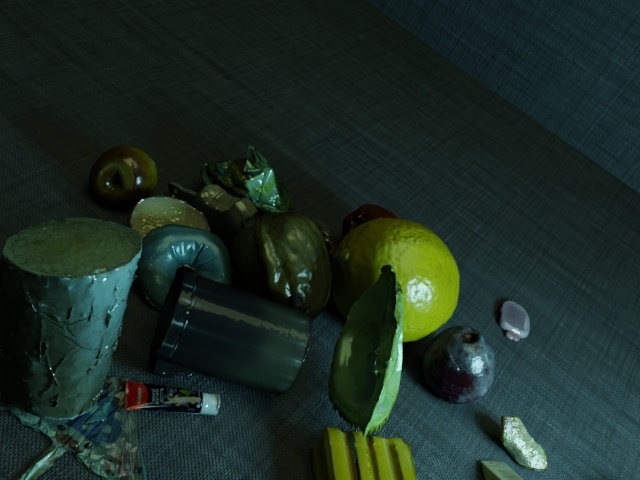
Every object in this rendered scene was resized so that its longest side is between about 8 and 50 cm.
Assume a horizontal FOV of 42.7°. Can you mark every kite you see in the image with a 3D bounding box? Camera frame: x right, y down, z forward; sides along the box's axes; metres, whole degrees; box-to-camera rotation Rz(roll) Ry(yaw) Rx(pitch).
[{"bbox_3d":[-0.463,0.363,1.541,0.406,0.014,0.368,33,36,5],"label":"kite"}]

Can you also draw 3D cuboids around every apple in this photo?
[{"bbox_3d":[-0.489,-0.158,2.056,0.146,0.163,0.147,43,14,-4],"label":"apple"}]

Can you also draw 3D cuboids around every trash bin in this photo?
[{"bbox_3d":[-0.191,0.204,1.759,0.302,0.203,0.252,20,77,-16],"label":"trash bin"}]

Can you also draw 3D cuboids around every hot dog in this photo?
[{"bbox_3d":[0.481,0.492,1.986,0.078,0.061,0.169,-36,90,-18],"label":"hot dog"}]

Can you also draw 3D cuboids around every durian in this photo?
[{"bbox_3d":[0.105,0.232,1.785,0.163,0.198,0.394,11,71,10],"label":"durian"}]

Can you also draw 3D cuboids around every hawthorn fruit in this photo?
[{"bbox_3d":[0.162,-0.002,2.267,0.202,0.185,0.185,27,33,-31],"label":"hawthorn fruit"}]

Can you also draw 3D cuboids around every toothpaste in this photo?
[{"bbox_3d":[-0.304,0.327,1.669,0.194,0.045,0.071,12,38,-18],"label":"toothpaste"}]

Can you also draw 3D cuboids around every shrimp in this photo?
[{"bbox_3d":[0.001,-0.003,2.258,0.132,0.051,0.187,16,35,-17],"label":"shrimp"}]

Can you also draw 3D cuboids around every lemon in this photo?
[{"bbox_3d":[0.185,0.100,2.035,0.336,0.336,0.336,18,38,-15],"label":"lemon"}]

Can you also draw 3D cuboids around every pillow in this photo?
[{"bbox_3d":[-0.318,0.065,1.905,0.233,0.086,0.214,6,69,-27],"label":"pillow"}]

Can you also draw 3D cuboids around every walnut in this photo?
[{"bbox_3d":[-0.087,0.068,1.962,0.227,0.283,0.283,-20,44,8],"label":"walnut"}]

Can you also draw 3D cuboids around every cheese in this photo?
[{"bbox_3d":[-0.282,-0.082,2.089,0.286,0.163,0.082,27,48,23],"label":"cheese"}]

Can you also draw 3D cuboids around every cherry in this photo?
[{"bbox_3d":[0.345,0.300,2.021,0.195,0.195,0.195,18,38,-15],"label":"cherry"}]

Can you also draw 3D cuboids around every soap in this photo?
[{"bbox_3d":[0.100,0.542,1.640,0.204,0.096,0.324,14,39,-20],"label":"soap"}]

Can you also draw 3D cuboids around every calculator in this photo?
[{"bbox_3d":[0.563,0.233,2.382,0.103,0.024,0.166,27,35,-4],"label":"calculator"}]

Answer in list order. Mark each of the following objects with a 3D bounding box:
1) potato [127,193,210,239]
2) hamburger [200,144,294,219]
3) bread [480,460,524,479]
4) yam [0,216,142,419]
[{"bbox_3d":[-0.375,-0.026,1.997,0.200,0.081,0.164,16,74,-23],"label":"potato"},{"bbox_3d":[-0.175,-0.160,2.198,0.276,0.150,0.260,39,16,9],"label":"hamburger"},{"bbox_3d":[0.418,0.583,1.870,0.077,0.105,0.152,14,7,-20],"label":"bread"},{"bbox_3d":[-0.478,0.140,1.516,0.241,0.348,0.241,15,22,-6],"label":"yam"}]
